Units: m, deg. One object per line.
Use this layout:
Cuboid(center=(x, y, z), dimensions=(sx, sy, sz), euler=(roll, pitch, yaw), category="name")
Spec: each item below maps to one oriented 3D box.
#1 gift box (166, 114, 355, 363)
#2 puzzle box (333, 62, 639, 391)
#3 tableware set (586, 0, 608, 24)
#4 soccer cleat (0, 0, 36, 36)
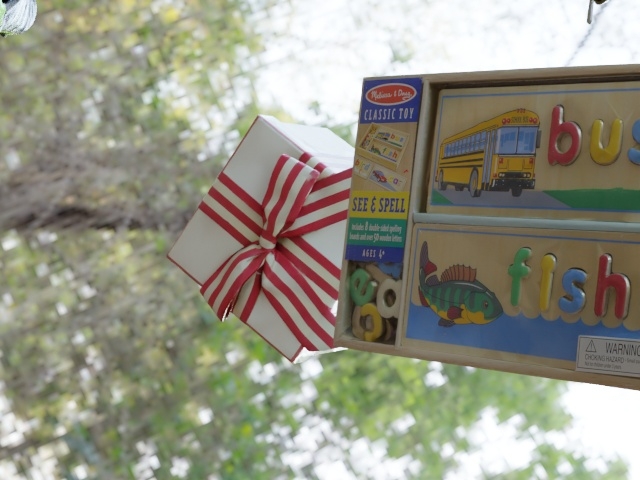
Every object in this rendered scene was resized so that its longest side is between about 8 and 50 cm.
Cuboid(center=(0.000, 0.000, 2.024), dimensions=(0.276, 0.258, 0.255), euler=(34, -76, 21), category="gift box")
Cuboid(center=(0.172, -0.019, 1.414), dimensions=(0.409, 0.052, 0.272), euler=(3, -95, 50), category="puzzle box")
Cuboid(center=(0.232, -0.244, 1.206), dimensions=(0.154, 0.024, 0.104), euler=(128, -23, -56), category="tableware set")
Cuboid(center=(-0.285, -0.223, 1.445), dimensions=(0.060, 0.072, 0.179), euler=(40, 15, -6), category="soccer cleat")
